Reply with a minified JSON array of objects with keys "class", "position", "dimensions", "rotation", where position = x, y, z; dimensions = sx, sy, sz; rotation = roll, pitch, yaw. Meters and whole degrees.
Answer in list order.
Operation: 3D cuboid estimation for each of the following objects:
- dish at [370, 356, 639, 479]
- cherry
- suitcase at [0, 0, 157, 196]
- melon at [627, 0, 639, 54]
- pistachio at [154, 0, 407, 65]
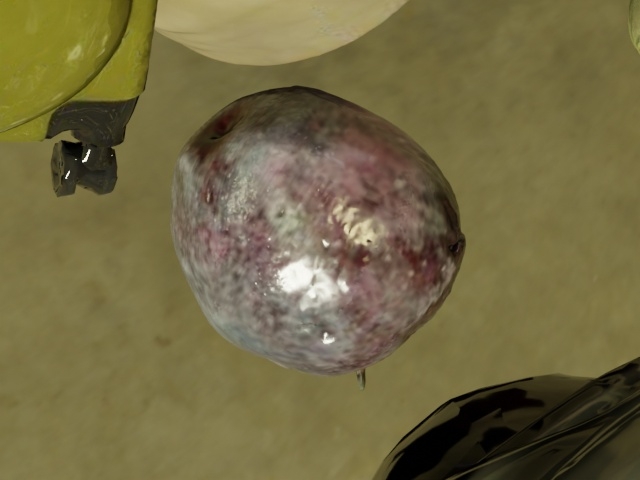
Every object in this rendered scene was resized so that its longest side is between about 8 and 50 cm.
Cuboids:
[{"class":"dish","position":[0.068,0.087,0.449],"dimensions":[0.273,0.273,0.134],"rotation":[-51,59,14]},{"class":"cherry","position":[-0.007,-0.007,1.249],"dimensions":[0.195,0.195,0.195],"rotation":[2,99,12]},{"class":"suitcase","position":[-0.147,-0.128,0.686],"dimensions":[0.194,0.143,0.235],"rotation":[0,122,-18]},{"class":"melon","position":[0.255,-0.162,1.257],"dimensions":[0.130,0.098,0.098],"rotation":[-41,89,0]},{"class":"pistachio","position":[-0.044,-0.347,1.740],"dimensions":[0.365,0.281,0.445],"rotation":[46,126,-1]}]
